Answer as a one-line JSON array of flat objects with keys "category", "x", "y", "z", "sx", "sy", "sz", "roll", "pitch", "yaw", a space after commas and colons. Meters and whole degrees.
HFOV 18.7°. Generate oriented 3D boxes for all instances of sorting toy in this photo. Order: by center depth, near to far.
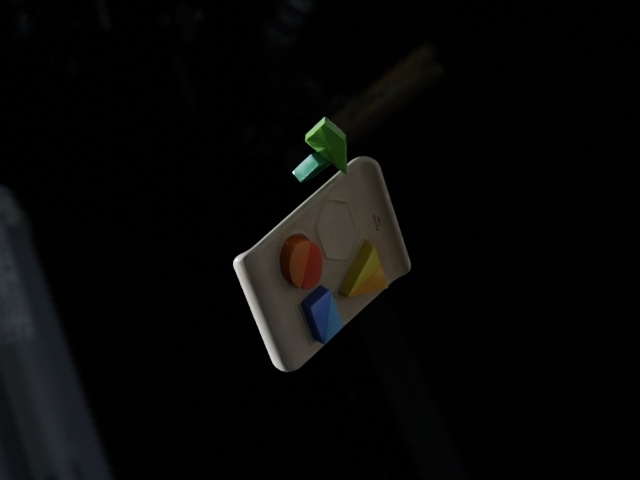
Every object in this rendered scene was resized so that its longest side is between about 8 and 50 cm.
[{"category": "sorting toy", "x": 0.000, "y": 0.000, "z": 0.652, "sx": 0.062, "sy": 0.083, "sz": 0.012, "roll": -38, "pitch": -136, "yaw": -20}]
